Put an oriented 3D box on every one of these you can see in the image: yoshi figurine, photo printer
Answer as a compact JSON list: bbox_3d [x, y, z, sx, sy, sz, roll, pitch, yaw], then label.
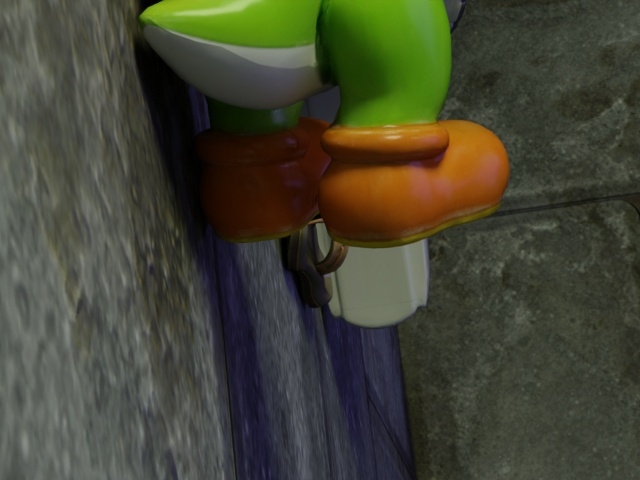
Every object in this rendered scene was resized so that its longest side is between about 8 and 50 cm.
[{"bbox_3d":[0.000,-0.190,0.691,0.203,0.203,0.362,-114,-168,-73],"label":"yoshi figurine"},{"bbox_3d":[0.042,-0.088,1.390,0.307,0.107,0.256,-83,165,-70],"label":"photo printer"}]

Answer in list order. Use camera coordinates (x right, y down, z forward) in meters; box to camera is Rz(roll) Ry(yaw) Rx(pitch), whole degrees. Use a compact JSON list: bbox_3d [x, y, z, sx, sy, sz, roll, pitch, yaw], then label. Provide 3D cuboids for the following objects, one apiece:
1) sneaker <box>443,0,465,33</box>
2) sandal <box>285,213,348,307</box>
[{"bbox_3d":[0.059,-0.248,1.110,0.297,0.129,0.111,104,-20,-61],"label":"sneaker"},{"bbox_3d":[0.000,0.000,1.109,0.180,0.049,0.072,71,12,-65],"label":"sandal"}]
